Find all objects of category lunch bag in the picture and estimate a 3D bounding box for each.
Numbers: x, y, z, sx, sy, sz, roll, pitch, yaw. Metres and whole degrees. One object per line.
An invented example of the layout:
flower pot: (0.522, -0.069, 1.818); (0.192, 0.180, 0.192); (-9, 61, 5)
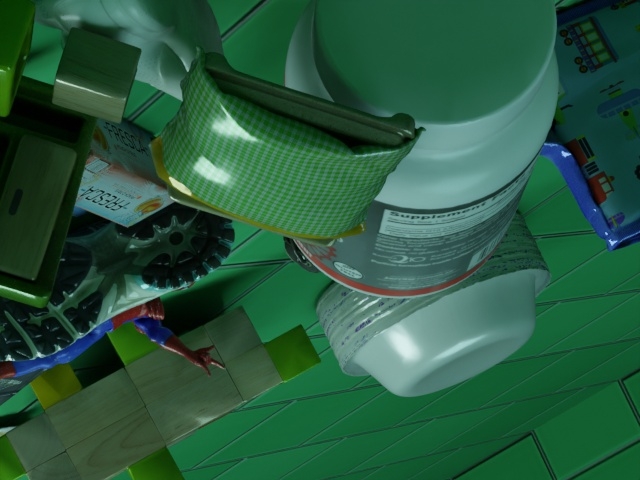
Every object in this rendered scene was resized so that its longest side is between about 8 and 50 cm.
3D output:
lunch bag: (0.320, -0.126, 1.750); (0.293, 0.221, 0.138); (-18, 163, -21)

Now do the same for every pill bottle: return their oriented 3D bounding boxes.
pill bottle: (0.073, -0.101, 1.497); (0.210, 0.210, 0.363); (-22, 163, -10)

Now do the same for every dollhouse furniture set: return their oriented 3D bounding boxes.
dollhouse furniture set: (-0.107, -0.028, 1.289); (0.302, 0.151, 0.197); (17, 162, -6)

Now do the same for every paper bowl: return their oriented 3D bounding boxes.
paper bowl: (0.150, 0.089, 2.335); (0.284, 0.148, 0.284); (-23, 163, -7)

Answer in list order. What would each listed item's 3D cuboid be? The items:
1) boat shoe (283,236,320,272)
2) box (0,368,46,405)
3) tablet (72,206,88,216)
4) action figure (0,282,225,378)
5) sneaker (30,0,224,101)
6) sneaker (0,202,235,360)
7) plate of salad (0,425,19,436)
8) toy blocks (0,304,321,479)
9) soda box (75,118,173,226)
boat shoe: (0.000, -0.001, 1.949); (0.073, 0.080, 0.223); (-31, 168, 6)
box: (-0.367, 0.120, 1.848); (0.231, 0.056, 0.183); (-6, 158, -47)
tablet: (-0.190, -0.045, 1.665); (0.083, 0.006, 0.054); (-29, 163, 13)
action figure: (-0.197, 0.092, 1.796); (0.280, 0.139, 0.091); (-30, 137, -43)
sneaker: (-0.133, -0.143, 1.339); (0.094, 0.080, 0.212); (-16, 158, 15)
sneaker: (-0.213, 0.038, 1.724); (0.283, 0.110, 0.122); (-17, 178, -6)
plate of salad: (-0.425, 0.273, 2.270); (0.200, 0.048, 0.200); (-22, 165, -6)
toy blocks: (-0.203, 0.194, 2.152); (0.381, 0.190, 0.261); (-28, 177, -10)
soda box: (-0.178, -0.063, 1.522); (0.058, 0.063, 0.183); (-27, 163, 11)
